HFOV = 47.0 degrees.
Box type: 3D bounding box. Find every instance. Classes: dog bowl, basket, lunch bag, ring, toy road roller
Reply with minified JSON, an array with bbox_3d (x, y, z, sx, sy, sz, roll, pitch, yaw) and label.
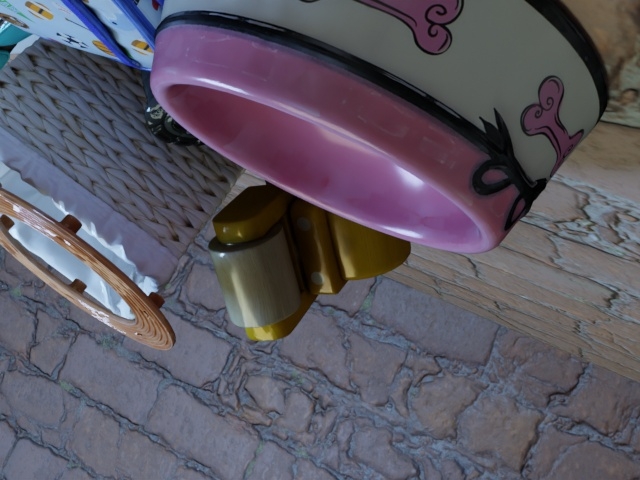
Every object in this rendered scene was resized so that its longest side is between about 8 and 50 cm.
[{"bbox_3d":[0.030,-0.123,0.668,0.408,0.150,0.408,25,173,3],"label":"dog bowl"},{"bbox_3d":[-0.300,-0.097,1.046,0.331,0.266,0.328,40,155,-7],"label":"basket"},{"bbox_3d":[-0.257,-0.276,0.704,0.243,0.115,0.303,22,174,12],"label":"lunch bag"},{"bbox_3d":[-0.319,0.030,0.947,0.336,0.032,0.336,29,156,14],"label":"ring"},{"bbox_3d":[0.000,0.000,1.172,0.240,0.202,0.329,-3,-155,27],"label":"toy road roller"}]

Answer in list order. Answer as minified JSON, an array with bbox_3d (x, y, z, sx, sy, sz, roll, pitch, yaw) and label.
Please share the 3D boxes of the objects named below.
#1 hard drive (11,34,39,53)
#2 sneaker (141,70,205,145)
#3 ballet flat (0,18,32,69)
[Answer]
[{"bbox_3d":[-0.583,-0.309,1.093,0.353,0.047,0.233,-9,-172,-23],"label":"hard drive"},{"bbox_3d":[-0.096,-0.180,0.927,0.286,0.109,0.130,10,-131,-46],"label":"sneaker"},{"bbox_3d":[-0.442,-0.279,0.969,0.096,0.280,0.095,65,-153,3],"label":"ballet flat"}]
